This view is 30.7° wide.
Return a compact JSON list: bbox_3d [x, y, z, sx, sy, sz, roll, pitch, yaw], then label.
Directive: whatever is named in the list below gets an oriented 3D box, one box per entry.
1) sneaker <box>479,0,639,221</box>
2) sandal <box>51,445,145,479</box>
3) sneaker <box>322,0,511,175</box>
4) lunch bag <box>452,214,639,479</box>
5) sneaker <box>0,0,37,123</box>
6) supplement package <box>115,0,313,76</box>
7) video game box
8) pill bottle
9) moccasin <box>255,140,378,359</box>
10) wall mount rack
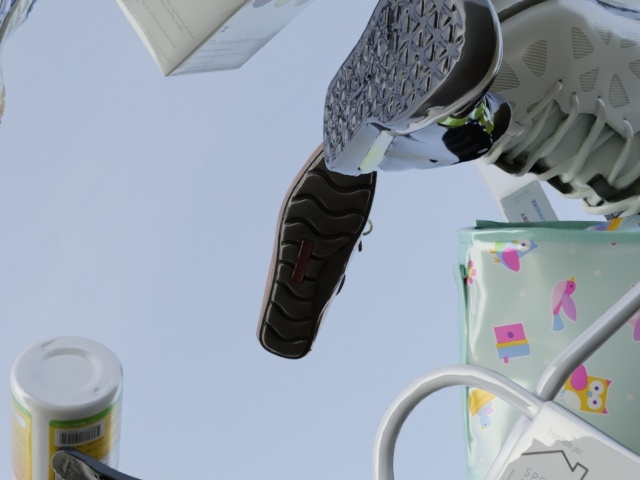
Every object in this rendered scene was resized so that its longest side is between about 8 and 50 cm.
[{"bbox_3d":[0.231,-0.089,0.971,0.169,0.258,0.447,-39,-13,38],"label":"sneaker"},{"bbox_3d":[-0.238,0.300,1.355,0.179,0.040,0.067,24,-55,4],"label":"sandal"},{"bbox_3d":[0.072,-0.091,0.680,0.097,0.234,0.084,3,-98,-14],"label":"sneaker"},{"bbox_3d":[0.240,0.091,0.944,0.262,0.160,0.224,-1,-86,10],"label":"lunch bag"},{"bbox_3d":[-0.392,-0.204,1.225,0.111,0.131,0.297,15,-92,12],"label":"sneaker"},{"bbox_3d":[-0.065,-0.279,1.076,0.244,0.134,0.139,-37,-7,30],"label":"supplement package"},{"bbox_3d":[0.200,-0.035,1.163,0.048,0.205,0.187,-27,-56,6],"label":"video game box"},{"bbox_3d":[-0.323,0.254,1.477,0.136,0.136,0.246,-6,-51,-21],"label":"pill bottle"},{"bbox_3d":[0.003,0.001,1.791,0.139,0.147,0.380,14,-64,4],"label":"moccasin"},{"bbox_3d":[0.211,0.145,0.628,0.130,0.350,0.304,25,-84,-53],"label":"wall mount rack"}]
